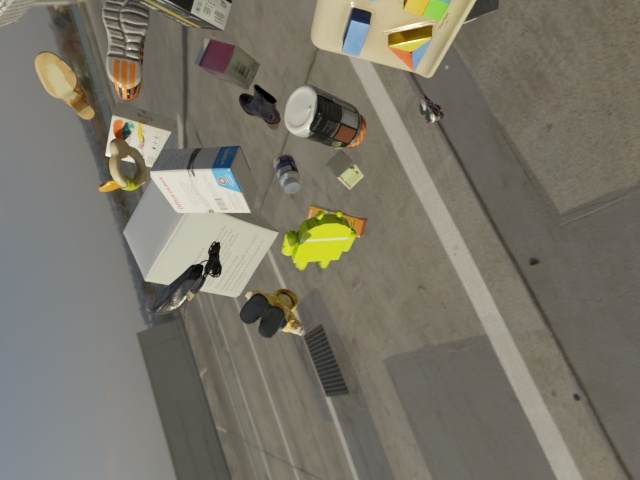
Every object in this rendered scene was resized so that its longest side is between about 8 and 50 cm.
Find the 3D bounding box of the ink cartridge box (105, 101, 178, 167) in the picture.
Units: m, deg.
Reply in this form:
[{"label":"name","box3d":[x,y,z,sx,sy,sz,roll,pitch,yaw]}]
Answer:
[{"label":"ink cartridge box","box3d":[-0.702,-0.407,1.602,0.171,0.233,0.168,-64,30,25]}]

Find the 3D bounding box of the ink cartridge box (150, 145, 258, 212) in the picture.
[{"label":"ink cartridge box","box3d":[-0.273,-0.142,0.973,0.148,0.203,0.086,74,-158,-52]}]

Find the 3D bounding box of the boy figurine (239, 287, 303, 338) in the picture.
[{"label":"boy figurine","box3d":[-0.114,0.188,1.077,0.177,0.092,0.285,35,-177,9]}]

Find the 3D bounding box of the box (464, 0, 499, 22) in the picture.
[{"label":"box","box3d":[0.421,-1.046,1.470,0.297,0.480,0.471,22,134,39]}]

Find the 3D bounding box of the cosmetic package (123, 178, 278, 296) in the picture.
[{"label":"cosmetic package","box3d":[-0.450,-0.032,1.535,0.327,0.394,0.329,-56,48,12]}]

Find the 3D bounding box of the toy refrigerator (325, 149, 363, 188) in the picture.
[{"label":"toy refrigerator","box3d":[0.120,-0.322,1.892,0.094,0.102,0.269,48,-172,14]}]

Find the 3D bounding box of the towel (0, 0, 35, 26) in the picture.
[{"label":"towel","box3d":[-0.874,-0.729,1.130,0.121,0.284,0.235,43,-163,-34]}]

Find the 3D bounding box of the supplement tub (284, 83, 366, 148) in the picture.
[{"label":"supplement tub","box3d":[0.029,-0.478,1.616,0.194,0.316,0.193,-5,82,43]}]

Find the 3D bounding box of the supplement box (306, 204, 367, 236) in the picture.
[{"label":"supplement box","box3d":[0.064,-0.080,1.626,0.233,0.080,0.078,16,103,19]}]

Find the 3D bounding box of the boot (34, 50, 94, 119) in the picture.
[{"label":"boot","box3d":[-0.890,-0.562,1.366,0.211,0.104,0.295,50,166,16]}]

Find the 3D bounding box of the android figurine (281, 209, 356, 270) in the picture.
[{"label":"android figurine","box3d":[0.000,0.000,1.340,0.273,0.248,0.056,108,151,-48]}]

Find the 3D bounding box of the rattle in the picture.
[{"label":"rattle","box3d":[-0.605,-0.249,1.196,0.143,0.130,0.199,8,123,35]}]

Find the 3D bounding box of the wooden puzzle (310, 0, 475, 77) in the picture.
[{"label":"wooden puzzle","box3d":[0.163,-0.541,0.958,0.322,0.348,0.080,116,168,-63]}]

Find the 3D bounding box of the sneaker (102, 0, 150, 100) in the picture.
[{"label":"sneaker","box3d":[-0.595,-0.583,1.236,0.180,0.125,0.321,168,108,-64]}]

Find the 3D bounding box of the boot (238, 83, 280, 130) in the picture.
[{"label":"boot","box3d":[-0.264,-0.599,1.730,0.248,0.090,0.207,42,164,11]}]

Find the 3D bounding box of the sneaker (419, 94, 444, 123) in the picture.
[{"label":"sneaker","box3d":[0.490,-0.580,1.793,0.072,0.077,0.178,85,175,-55]}]

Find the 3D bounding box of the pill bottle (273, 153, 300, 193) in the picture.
[{"label":"pill bottle","box3d":[-0.099,-0.202,1.240,0.067,0.067,0.120,106,151,-51]}]

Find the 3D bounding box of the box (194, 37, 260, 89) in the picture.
[{"label":"box","box3d":[-0.400,-0.755,1.735,0.232,0.149,0.126,31,98,35]}]

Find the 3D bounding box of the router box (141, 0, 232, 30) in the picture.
[{"label":"router box","box3d":[-0.415,-0.634,1.007,0.243,0.309,0.081,32,106,41]}]

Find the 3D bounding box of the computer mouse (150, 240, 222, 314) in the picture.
[{"label":"computer mouse","box3d":[-0.339,0.129,1.059,0.060,0.262,0.184,44,-176,-24]}]
